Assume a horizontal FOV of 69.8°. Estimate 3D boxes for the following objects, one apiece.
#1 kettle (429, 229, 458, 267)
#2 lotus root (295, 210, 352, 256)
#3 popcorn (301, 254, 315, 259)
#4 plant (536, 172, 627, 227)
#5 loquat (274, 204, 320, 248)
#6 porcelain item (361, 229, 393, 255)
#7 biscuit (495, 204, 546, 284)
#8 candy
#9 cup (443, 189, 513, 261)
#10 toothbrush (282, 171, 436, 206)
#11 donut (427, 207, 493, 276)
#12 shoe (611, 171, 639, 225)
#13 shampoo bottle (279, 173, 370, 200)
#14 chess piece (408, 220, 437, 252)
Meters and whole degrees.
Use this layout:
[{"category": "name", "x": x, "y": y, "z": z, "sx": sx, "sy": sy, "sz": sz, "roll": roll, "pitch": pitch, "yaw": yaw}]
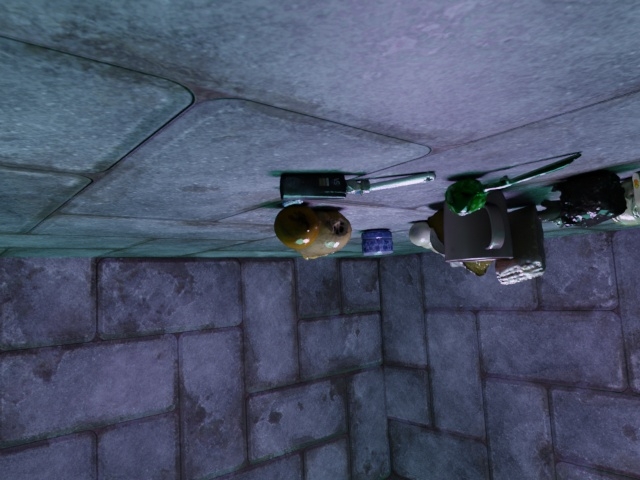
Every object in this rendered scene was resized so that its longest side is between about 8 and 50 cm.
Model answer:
[{"category": "kettle", "x": 0.579, "y": -0.005, "z": 1.841, "sx": 0.240, "sy": 0.165, "sz": 0.255, "roll": -46, "pitch": 143, "yaw": 11}, {"category": "lotus root", "x": -0.017, "y": -0.015, "z": 1.593, "sx": 0.169, "sy": 0.152, "sz": 0.342, "roll": 0, "pitch": 170, "yaw": -26}, {"category": "popcorn", "x": -0.019, "y": 0.004, "z": 1.911, "sx": 0.163, "sy": 0.140, "sz": 0.194, "roll": -12, "pitch": -177, "yaw": 10}, {"category": "plant", "x": 0.699, "y": -0.101, "z": 1.235, "sx": 0.142, "sy": 0.131, "sz": 0.203, "roll": -1, "pitch": 164, "yaw": -32}, {"category": "loquat", "x": -0.071, "y": -0.040, "z": 1.399, "sx": 0.141, "sy": 0.141, "sz": 0.141, "roll": -3, "pitch": 174, "yaw": 0}, {"category": "porcelain item", "x": 0.265, "y": 0.009, "z": 2.157, "sx": 0.147, "sy": 0.114, "sz": 0.147, "roll": -5, "pitch": 175, "yaw": 0}, {"category": "biscuit", "x": 0.660, "y": 0.003, "z": 1.509, "sx": 0.144, "sy": 0.079, "sz": 0.426, "roll": -23, "pitch": -165, "yaw": 32}, {"category": "candy", "x": 0.443, "y": -0.139, "z": 1.081, "sx": 0.097, "sy": 0.097, "sz": 0.323, "roll": 3, "pitch": 164, "yaw": -44}, {"category": "cup", "x": 0.458, "y": -0.044, "z": 1.320, "sx": 0.191, "sy": 0.201, "sz": 0.253, "roll": -3, "pitch": 175, "yaw": -1}, {"category": "toothbrush", "x": 0.086, "y": -0.133, "z": 1.127, "sx": 0.386, "sy": 0.040, "sz": 0.040, "roll": -8, "pitch": 173, "yaw": 14}, {"category": "donut", "x": 0.487, "y": -0.012, "z": 1.557, "sx": 0.107, "sy": 0.272, "sz": 0.272, "roll": -48, "pitch": 153, "yaw": 22}, {"category": "shoe", "x": 0.881, "y": -0.119, "z": 1.205, "sx": 0.128, "sy": 0.140, "sz": 0.262, "roll": -11, "pitch": 175, "yaw": -38}, {"category": "shampoo bottle", "x": 0.012, "y": -0.120, "z": 1.049, "sx": 0.207, "sy": 0.057, "sz": 0.063, "roll": -1, "pitch": 174, "yaw": -12}, {"category": "chess piece", "x": 0.482, "y": -0.021, "z": 1.981, "sx": 0.251, "sy": 0.145, "sz": 0.144, "roll": 11, "pitch": 166, "yaw": -43}]
